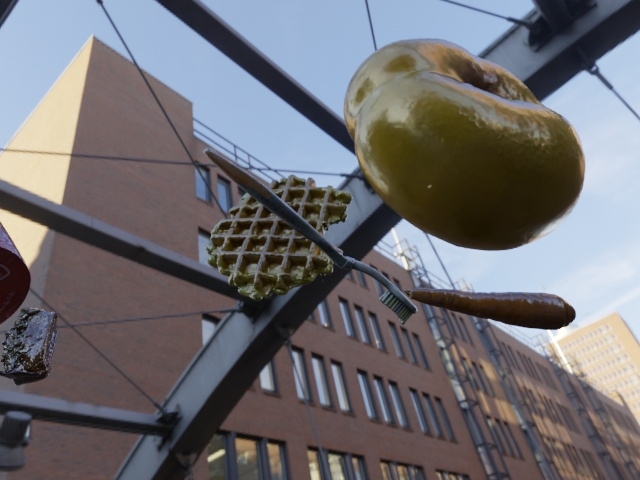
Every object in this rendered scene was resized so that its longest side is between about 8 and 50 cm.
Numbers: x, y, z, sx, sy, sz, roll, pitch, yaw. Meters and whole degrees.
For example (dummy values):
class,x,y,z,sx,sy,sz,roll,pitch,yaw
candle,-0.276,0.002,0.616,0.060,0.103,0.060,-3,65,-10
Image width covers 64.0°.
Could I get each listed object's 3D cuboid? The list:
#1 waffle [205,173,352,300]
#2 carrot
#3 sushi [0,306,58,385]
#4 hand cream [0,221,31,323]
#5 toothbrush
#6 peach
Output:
class,x,y,z,sx,sy,sz,roll,pitch,yaw
waffle,-0.078,-0.015,1.003,0.300,0.282,0.058,-51,-34,-26
carrot,0.215,0.083,0.662,0.216,0.048,0.048,7,-41,4
sushi,-0.332,0.118,0.584,0.055,0.120,0.052,-4,-50,-15
hand cream,-0.517,0.041,0.700,0.193,0.125,0.193,-33,-30,-22
toothbrush,0.000,0.000,0.673,0.375,0.028,0.037,40,-91,-23
peach,0.099,-0.072,0.367,0.179,0.179,0.103,11,-52,-27
